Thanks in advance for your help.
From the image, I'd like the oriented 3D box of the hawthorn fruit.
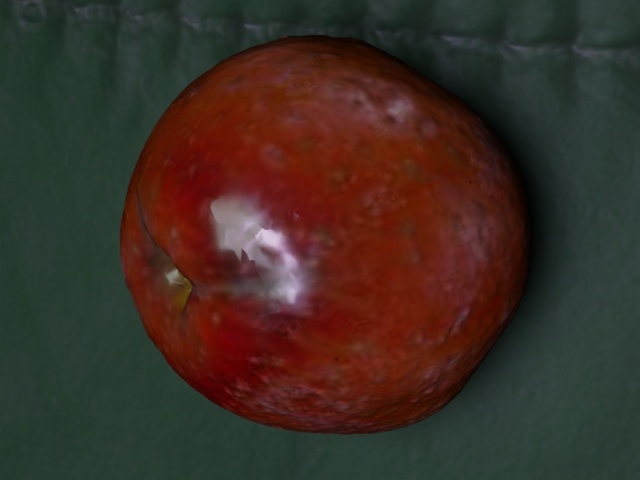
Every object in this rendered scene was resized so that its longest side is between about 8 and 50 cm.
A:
[{"bbox_3d":[0.000,0.000,0.817,0.172,0.173,0.173,3,97,28],"label":"hawthorn fruit"}]
